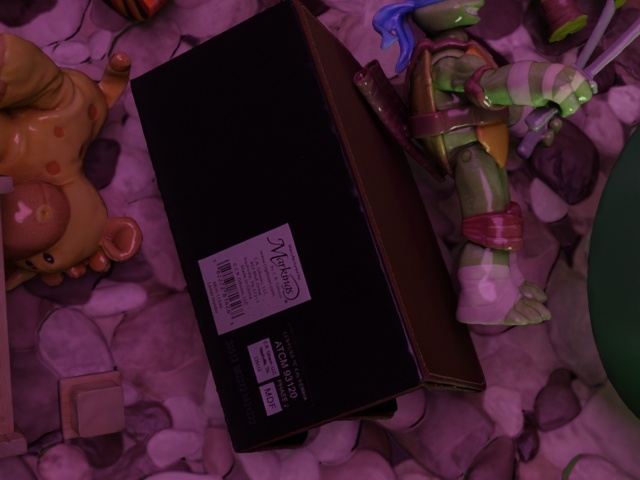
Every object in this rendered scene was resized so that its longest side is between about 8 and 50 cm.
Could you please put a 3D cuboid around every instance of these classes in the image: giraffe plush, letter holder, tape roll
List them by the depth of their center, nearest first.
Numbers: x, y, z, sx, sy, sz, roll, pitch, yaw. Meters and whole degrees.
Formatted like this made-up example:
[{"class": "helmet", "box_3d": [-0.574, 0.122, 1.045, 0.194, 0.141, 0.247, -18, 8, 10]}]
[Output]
[{"class": "giraffe plush", "box_3d": [-0.233, -0.050, 0.798, 0.210, 0.181, 0.170, -5, 82, -46]}, {"class": "tape roll", "box_3d": [0.361, 0.020, 0.815, 0.321, 0.077, 0.321, -3, 97, -28]}, {"class": "letter holder", "box_3d": [0.000, 0.000, 0.819, 0.152, 0.214, 0.301, -23, 73, 18]}]

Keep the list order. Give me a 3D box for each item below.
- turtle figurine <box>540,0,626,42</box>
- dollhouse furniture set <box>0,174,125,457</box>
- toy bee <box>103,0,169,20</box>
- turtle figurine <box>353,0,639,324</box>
[{"class": "turtle figurine", "box_3d": [0.218, -0.313, 0.967, 0.269, 0.087, 0.217, -30, 79, -16]}, {"class": "dollhouse furniture set", "box_3d": [-0.335, -0.001, 0.720, 0.356, 0.174, 0.303, -4, 97, -28]}, {"class": "toy bee", "box_3d": [-0.238, -0.322, 0.886, 0.195, 0.162, 0.298, -25, 103, -23]}, {"class": "turtle figurine", "box_3d": [0.178, -0.076, 0.802, 0.275, 0.198, 0.266, -6, 98, -21]}]
